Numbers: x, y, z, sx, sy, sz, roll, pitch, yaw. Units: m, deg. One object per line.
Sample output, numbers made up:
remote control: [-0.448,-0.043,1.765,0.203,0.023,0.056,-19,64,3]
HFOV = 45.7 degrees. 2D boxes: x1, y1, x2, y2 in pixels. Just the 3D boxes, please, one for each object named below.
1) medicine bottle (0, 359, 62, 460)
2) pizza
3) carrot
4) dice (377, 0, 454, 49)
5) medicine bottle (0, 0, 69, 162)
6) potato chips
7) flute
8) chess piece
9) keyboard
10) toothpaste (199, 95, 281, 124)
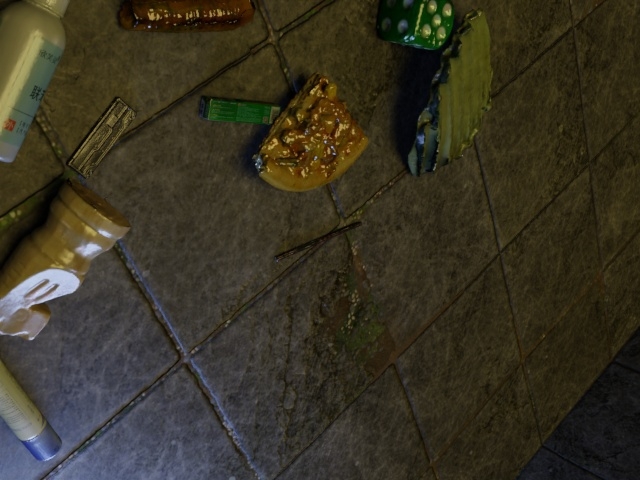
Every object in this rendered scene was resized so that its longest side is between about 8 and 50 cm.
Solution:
medicine bottle: [-0.550,0.310,1.384,0.059,0.059,0.230,-39,130,-25]
pizza: [-0.009,-0.188,1.655,0.257,0.087,0.268,-55,146,-8]
carrot: [-0.237,-0.414,1.380,0.260,0.070,0.070,-14,116,-37]
dice: [0.215,-0.499,1.720,0.131,0.128,0.120,-4,110,-43]
medicine bottle: [-0.462,-0.300,1.183,0.110,0.110,0.351,25,89,-46]
potato chips: [0.334,-0.351,1.881,0.358,0.070,0.429,-50,152,-23]
flute: [0.000,0.000,1.804,0.270,0.014,0.014,-23,121,-35]
chess piece: [-0.475,0.045,1.321,0.301,0.137,0.137,-49,134,1]
keyboard: [-0.392,-0.184,1.366,0.155,0.010,0.053,-55,133,-11]
toothpaste: [-0.159,-0.262,1.533,0.179,0.037,0.043,-3,113,-42]
